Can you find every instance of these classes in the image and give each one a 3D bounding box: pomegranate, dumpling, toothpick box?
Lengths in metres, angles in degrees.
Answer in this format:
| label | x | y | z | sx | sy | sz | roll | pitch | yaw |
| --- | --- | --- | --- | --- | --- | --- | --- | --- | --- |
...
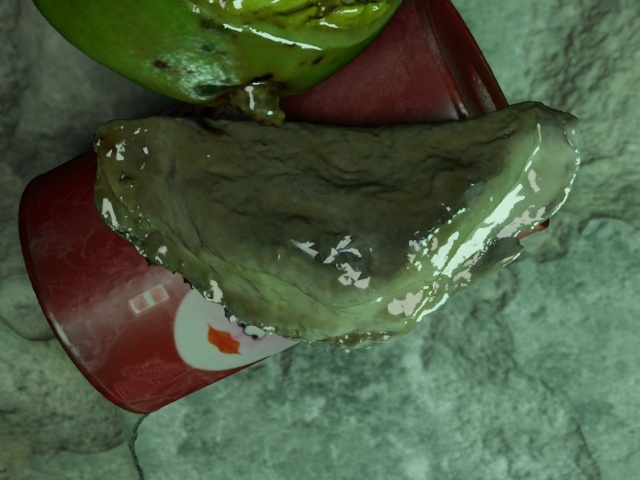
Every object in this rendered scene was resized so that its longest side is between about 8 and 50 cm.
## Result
| label | x | y | z | sx | sy | sz | roll | pitch | yaw |
| --- | --- | --- | --- | --- | --- | --- | --- | --- | --- |
| pomegranate | -0.075 | -0.239 | 1.026 | 0.260 | 0.341 | 0.260 | -12 | 159 | -5 |
| dumpling | -0.001 | -0.003 | 1.022 | 0.332 | 0.086 | 0.166 | -2 | 94 | 18 |
| toothpick box | -0.026 | -0.029 | 1.169 | 0.333 | 0.204 | 0.204 | -26 | 113 | 16 |
